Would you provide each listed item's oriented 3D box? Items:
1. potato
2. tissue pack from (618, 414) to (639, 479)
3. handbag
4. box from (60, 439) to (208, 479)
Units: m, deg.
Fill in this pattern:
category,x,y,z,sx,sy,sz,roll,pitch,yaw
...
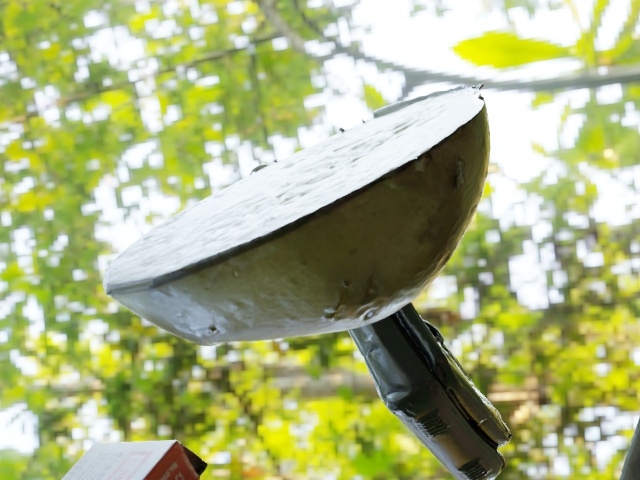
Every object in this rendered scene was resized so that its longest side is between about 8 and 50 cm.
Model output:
category,x,y,z,sx,sy,sz,roll,pitch,yaw
potato,0.000,0.000,1.202,0.239,0.299,0.116,-104,-11,-72
tissue pack,0.332,0.199,1.270,0.238,0.238,0.305,16,-90,-55
handbag,0.103,0.132,1.860,0.244,0.088,0.275,58,-173,36
box,-0.205,0.254,1.433,0.229,0.123,0.050,-49,-61,-39
